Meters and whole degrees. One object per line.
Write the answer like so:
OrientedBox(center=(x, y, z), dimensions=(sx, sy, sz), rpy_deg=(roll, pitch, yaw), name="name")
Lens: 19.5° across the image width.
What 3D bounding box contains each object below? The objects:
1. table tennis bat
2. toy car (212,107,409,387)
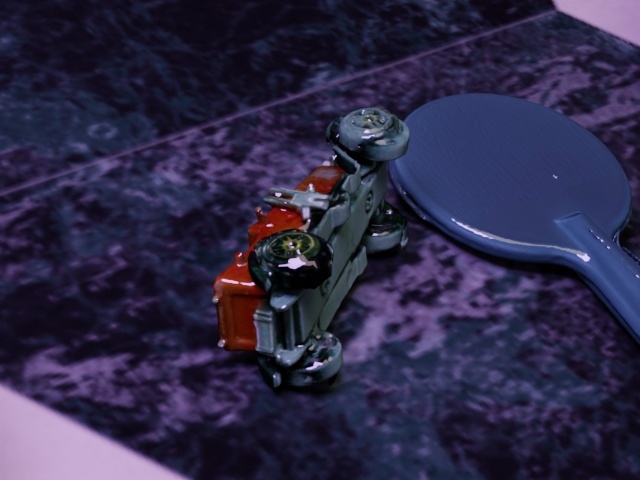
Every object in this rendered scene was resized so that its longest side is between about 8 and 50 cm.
OrientedBox(center=(0.118, -0.012, 0.933), dimensions=(0.124, 0.033, 0.201), rpy_deg=(-18, 49, -31), name="table tennis bat")
OrientedBox(center=(0.000, 0.000, 0.852), dimensions=(0.054, 0.073, 0.143), rpy_deg=(9, 39, 18), name="toy car")
